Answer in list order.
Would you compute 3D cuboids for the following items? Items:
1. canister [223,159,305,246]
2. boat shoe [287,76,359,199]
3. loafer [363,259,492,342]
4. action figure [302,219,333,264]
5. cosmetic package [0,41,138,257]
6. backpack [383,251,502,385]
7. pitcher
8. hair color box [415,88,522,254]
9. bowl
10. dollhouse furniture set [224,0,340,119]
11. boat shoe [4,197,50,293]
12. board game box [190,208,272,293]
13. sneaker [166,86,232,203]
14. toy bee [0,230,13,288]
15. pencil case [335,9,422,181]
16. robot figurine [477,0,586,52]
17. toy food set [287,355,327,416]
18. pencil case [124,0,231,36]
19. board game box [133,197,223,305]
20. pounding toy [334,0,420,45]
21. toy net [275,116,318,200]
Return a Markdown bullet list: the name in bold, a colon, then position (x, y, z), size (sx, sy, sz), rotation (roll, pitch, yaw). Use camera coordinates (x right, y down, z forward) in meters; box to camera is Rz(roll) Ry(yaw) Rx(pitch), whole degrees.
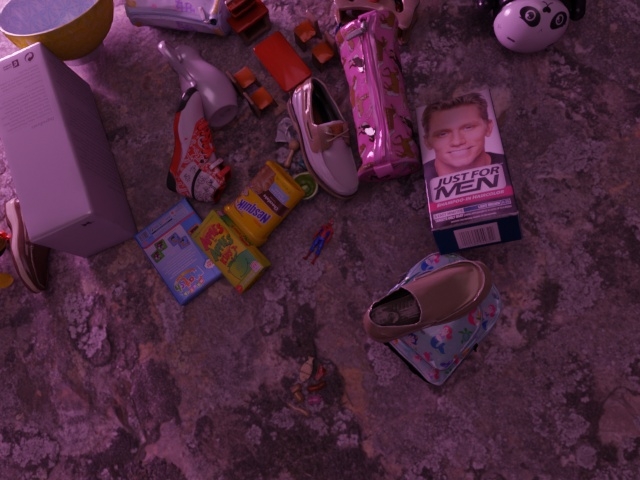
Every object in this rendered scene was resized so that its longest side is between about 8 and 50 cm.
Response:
- **canister**: position (-0.132, -0.089, 1.337), size (0.126, 0.073, 0.170), rotation (47, 105, 13)
- **boat shoe**: position (0.013, -0.243, 1.340), size (0.113, 0.103, 0.303), rotation (-19, 75, -33)
- **loafer**: position (0.203, 0.118, 1.086), size (0.268, 0.092, 0.102), rotation (-29, 70, 8)
- **action figure**: position (0.000, 0.000, 1.353), size (0.038, 0.030, 0.115), rotation (28, 82, 16)
- **cosmetic package**: position (-0.620, -0.207, 1.368), size (0.161, 0.230, 0.454), rotation (-23, 76, 3)
- **backpack**: position (0.254, 0.152, 1.217), size (0.253, 0.191, 0.225), rotation (-44, 76, -8)
- **pitcher**: position (-0.302, -0.386, 1.388), size (0.125, 0.177, 0.207), rotation (-38, 76, 16)
- **hair color box**: position (0.311, -0.154, 1.225), size (0.173, 0.105, 0.348), rotation (-12, 54, 17)
- **bowl**: position (-0.646, -0.544, 1.455), size (0.289, 0.156, 0.290), rotation (-6, 52, 8)
- **dollhouse furniture set**: position (-0.124, -0.480, 1.404), size (0.262, 0.135, 0.259), rotation (-37, 77, -1)
- **boat shoe**: position (-0.707, 0.000, 1.409), size (0.095, 0.095, 0.258), rotation (-21, 77, -3)
- **board game box**: position (-0.207, 0.024, 1.311), size (0.181, 0.043, 0.092), rotation (47, 112, 10)
- **sneaker**: position (-0.272, -0.215, 1.347), size (0.144, 0.090, 0.270), rotation (22, 120, 7)
- **toy bee**: position (-0.831, 0.045, 1.403), size (0.195, 0.162, 0.298), rotation (44, 112, 5)
- **pencil case**: position (0.134, -0.325, 1.313), size (0.167, 0.160, 0.387), rotation (-3, 81, -36)
- **robot figurine**: position (0.492, -0.581, 1.325), size (0.209, 0.173, 0.279), rotation (-4, 76, 39)
- **toy food set**: position (-0.023, 0.333, 1.296), size (0.077, 0.019, 0.122), rotation (26, 76, 11)
- **pencil case**: position (-0.361, -0.597, 1.467), size (0.272, 0.114, 0.124), rotation (10, 59, 10)
- **board game box**: position (-0.330, 0.027, 1.382), size (0.160, 0.039, 0.212), rotation (-37, 77, -1)
- **pounding toy**: position (0.118, -0.602, 1.387), size (0.269, 0.155, 0.154), rotation (40, 82, 12)
- **toy net**: position (-0.039, -0.211, 1.388), size (0.122, 0.045, 0.232), rotation (-21, 77, 3)
